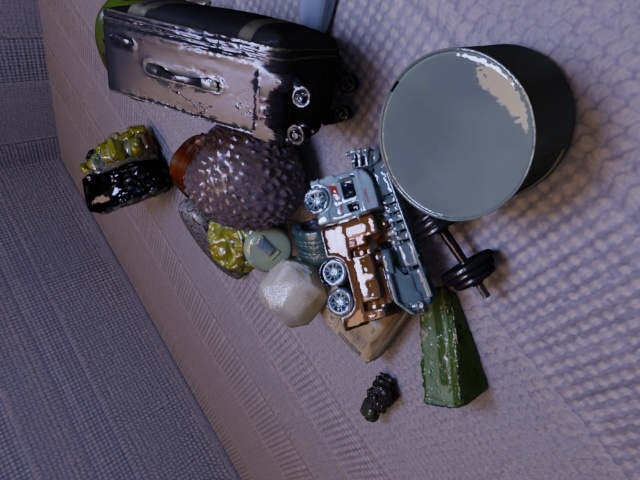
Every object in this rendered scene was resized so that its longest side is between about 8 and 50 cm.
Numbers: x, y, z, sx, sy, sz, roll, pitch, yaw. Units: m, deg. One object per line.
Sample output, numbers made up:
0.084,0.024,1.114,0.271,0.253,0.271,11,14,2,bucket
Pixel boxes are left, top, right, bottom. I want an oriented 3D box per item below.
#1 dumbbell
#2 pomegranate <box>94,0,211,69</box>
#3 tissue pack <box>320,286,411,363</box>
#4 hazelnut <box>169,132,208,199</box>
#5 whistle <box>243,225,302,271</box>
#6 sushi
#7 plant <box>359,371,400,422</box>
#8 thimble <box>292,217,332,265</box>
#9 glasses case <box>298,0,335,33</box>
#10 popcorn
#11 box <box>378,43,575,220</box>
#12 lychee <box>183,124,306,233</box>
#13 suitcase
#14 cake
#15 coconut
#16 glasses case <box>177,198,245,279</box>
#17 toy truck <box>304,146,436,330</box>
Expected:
0.229,0.009,0.701,0.208,0.099,0.099,58,142,7,dumbbell
-0.407,-0.513,1.015,0.290,0.291,0.323,59,154,9,pomegranate
0.102,0.161,0.945,0.186,0.090,0.222,45,139,27,tissue pack
-0.364,-0.220,1.248,0.212,0.181,0.181,31,160,39,hazelnut
-0.103,0.053,1.070,0.258,0.126,0.067,45,-179,-22,whistle
-0.777,-0.274,1.579,0.328,0.329,0.284,0,115,55,sushi
0.148,0.411,1.045,0.085,0.087,0.174,-109,29,-48,plant
0.000,0.001,0.955,0.135,0.119,0.090,13,118,51,thimble
0.000,-0.475,0.754,0.067,0.045,0.178,44,138,27,glasses case
-0.224,-0.017,1.165,0.204,0.184,0.221,31,119,12,popcorn
0.218,-0.156,0.580,0.226,0.150,0.225,27,128,40,box
-0.174,-0.158,0.965,0.300,0.300,0.299,27,129,40,lychee
-0.169,-0.320,0.753,0.435,0.283,0.193,19,121,16,suitcase
0.264,0.210,0.828,0.100,0.099,0.234,-14,77,53,cake
-0.062,0.118,0.989,0.161,0.162,0.161,37,170,8,coconut
-0.346,0.005,1.320,0.137,0.085,0.354,26,153,33,glasses case
0.093,-0.011,0.787,0.185,0.133,0.337,-18,78,24,toy truck
